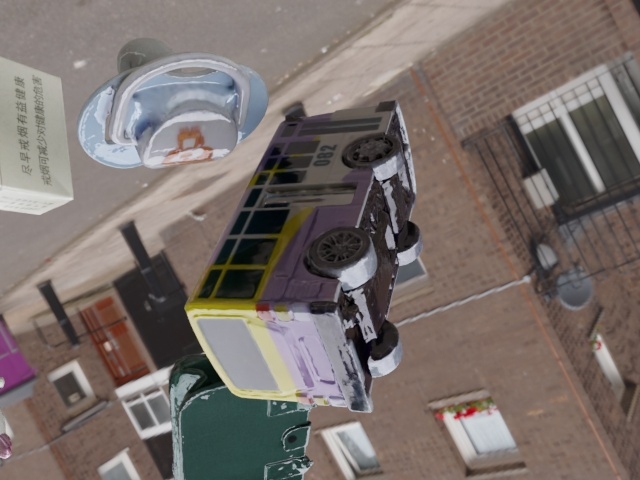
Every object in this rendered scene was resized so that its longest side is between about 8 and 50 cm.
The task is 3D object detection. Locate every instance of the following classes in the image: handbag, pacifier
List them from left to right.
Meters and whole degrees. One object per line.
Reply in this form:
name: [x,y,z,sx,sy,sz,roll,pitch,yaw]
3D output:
pacifier: [-0.215,-0.216,0.915,0.278,0.207,0.227,-12,149,-31]
handbag: [-0.130,0.332,1.086,0.238,0.327,0.089,-7,-149,-19]

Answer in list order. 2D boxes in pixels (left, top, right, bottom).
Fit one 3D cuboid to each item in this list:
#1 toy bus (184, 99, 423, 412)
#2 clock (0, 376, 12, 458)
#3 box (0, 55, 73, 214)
toy bus: [0.000,0.000,0.924,0.249,0.209,0.440,-2,-137,21]
clock: [-0.368,0.154,0.592,0.144,0.103,0.231,13,-167,-33]
box: [-0.395,-0.126,0.678,0.069,0.164,0.256,-17,167,27]
